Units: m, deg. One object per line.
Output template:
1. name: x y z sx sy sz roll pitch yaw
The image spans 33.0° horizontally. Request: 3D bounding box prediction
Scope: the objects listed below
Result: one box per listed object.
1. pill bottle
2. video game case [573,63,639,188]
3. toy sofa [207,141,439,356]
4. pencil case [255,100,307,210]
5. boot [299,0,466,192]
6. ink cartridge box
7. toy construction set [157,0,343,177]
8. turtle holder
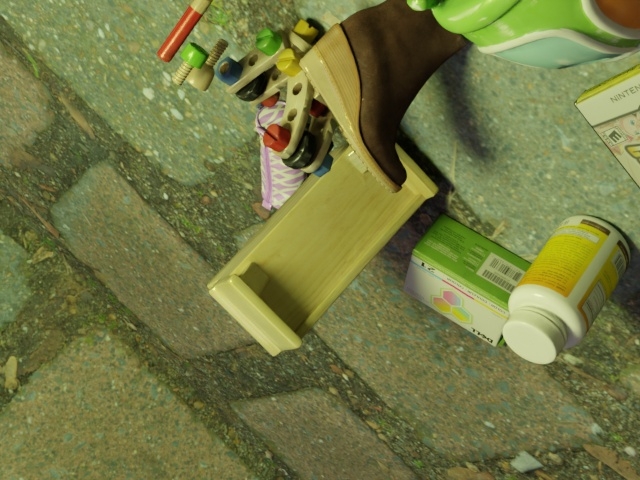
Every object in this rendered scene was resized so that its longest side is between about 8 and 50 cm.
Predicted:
1. pill bottle: 0.346 0.072 1.537 0.117 0.215 0.117 28 148 20
2. video game case: 0.473 -0.108 1.306 0.275 0.035 0.248 50 152 -8
3. toy sofa: 0.000 0.000 1.684 0.150 0.362 0.177 45 161 -8
4. pencil case: -0.067 -0.143 1.846 0.086 0.088 0.206 29 149 23
5. boot: 0.113 -0.205 1.455 0.248 0.207 0.090 56 -177 -25
6. ink cartridge box: 0.239 0.101 1.815 0.189 0.097 0.255 31 148 15
7. toy construction set: -0.046 -0.273 1.566 0.309 0.257 0.237 32 108 -17
8. turtle holder: 0.236 -0.284 1.174 0.227 0.243 0.320 28 146 -18
